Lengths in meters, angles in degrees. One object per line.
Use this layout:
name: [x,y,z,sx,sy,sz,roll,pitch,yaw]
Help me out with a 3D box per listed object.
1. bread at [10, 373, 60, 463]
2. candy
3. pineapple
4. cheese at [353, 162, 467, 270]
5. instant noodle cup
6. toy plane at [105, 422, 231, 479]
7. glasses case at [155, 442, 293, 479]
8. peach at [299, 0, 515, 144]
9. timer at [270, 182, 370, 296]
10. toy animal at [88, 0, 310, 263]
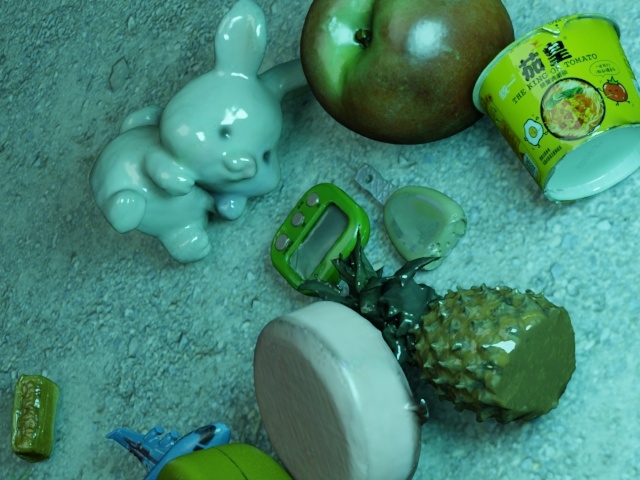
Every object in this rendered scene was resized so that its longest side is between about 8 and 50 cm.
bread: [-0.436,0.269,1.814,0.053,0.074,0.132,-8,67,18]
candy: [0.018,0.192,1.371,0.255,0.094,0.255,36,135,46]
pineapple: [0.114,0.089,1.369,0.364,0.165,0.165,22,87,44]
cheese: [0.103,-0.042,1.515,0.097,0.037,0.192,-54,47,8]
instant noodle cup: [0.280,-0.139,1.322,0.182,0.182,0.144,-35,62,24]
toy plane: [-0.202,0.328,1.571,0.271,0.105,0.254,-41,52,18]
glasses case: [-0.063,0.404,1.373,0.173,0.141,0.371,-54,53,46]
peach: [0.109,-0.229,1.453,0.252,0.252,0.252,-17,62,34]
timer: [0.000,0.000,1.578,0.140,0.047,0.128,-54,46,9]
toy animal: [-0.160,-0.160,1.681,0.367,0.196,0.241,-39,50,24]
